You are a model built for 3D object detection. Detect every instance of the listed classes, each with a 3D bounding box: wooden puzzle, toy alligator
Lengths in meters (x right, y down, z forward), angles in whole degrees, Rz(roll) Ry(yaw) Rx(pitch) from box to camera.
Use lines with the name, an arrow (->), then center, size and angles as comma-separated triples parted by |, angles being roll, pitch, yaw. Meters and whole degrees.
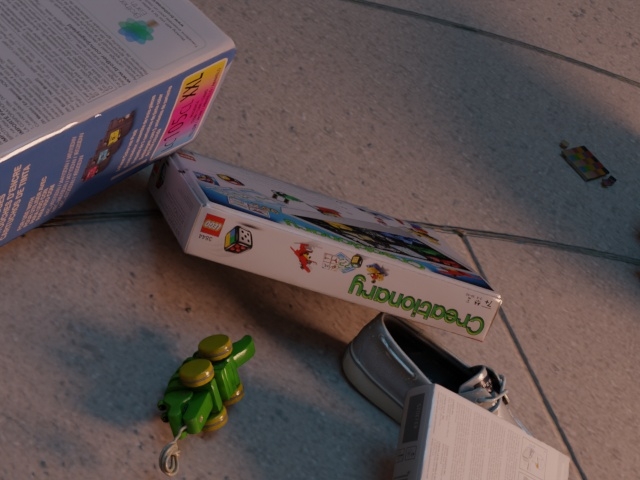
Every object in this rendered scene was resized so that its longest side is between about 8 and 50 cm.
wooden puzzle -> 0.325, -0.094, 1.982 | 0.049, 0.006, 0.083 | -14, 57, -46
toy alligator -> -0.110, 0.132, 1.342 | 0.051, 0.056, 0.189 | -2, 28, 24

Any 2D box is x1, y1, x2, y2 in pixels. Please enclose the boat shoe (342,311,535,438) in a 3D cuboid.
boat shoe -> 0.127, 0.148, 1.476 | 0.227, 0.081, 0.079 | 35, 35, 4

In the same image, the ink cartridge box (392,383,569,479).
ink cartridge box -> 0.138, 0.223, 1.402 | 0.179, 0.045, 0.145 | 32, 56, -33

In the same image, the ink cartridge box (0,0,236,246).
ink cartridge box -> -0.312, -0.139, 1.381 | 0.270, 0.151, 0.395 | 44, 46, 16

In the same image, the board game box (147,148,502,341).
board game box -> 0.000, 0.000, 1.516 | 0.305, 0.053, 0.193 | 18, 14, -21
